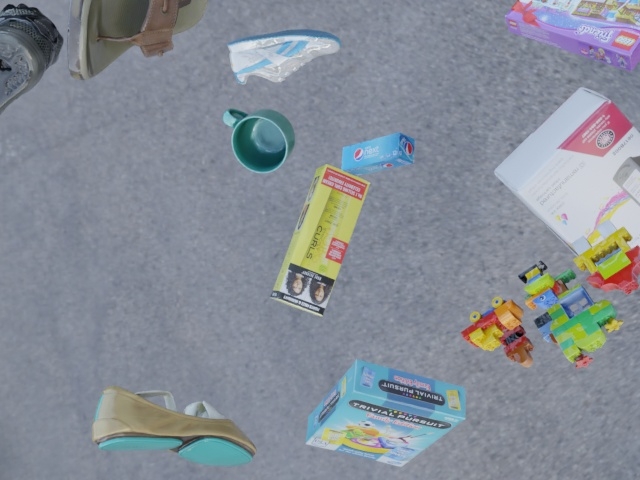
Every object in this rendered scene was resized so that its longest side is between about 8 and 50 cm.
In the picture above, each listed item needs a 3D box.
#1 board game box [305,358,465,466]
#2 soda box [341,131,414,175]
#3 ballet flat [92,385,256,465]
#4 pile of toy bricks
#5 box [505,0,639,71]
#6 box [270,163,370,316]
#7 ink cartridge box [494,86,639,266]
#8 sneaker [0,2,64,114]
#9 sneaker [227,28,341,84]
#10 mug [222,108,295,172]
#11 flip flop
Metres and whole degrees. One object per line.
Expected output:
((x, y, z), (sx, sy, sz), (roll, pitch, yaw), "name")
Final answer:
((0.137, 0.402, 1.600), (0.336, 0.254, 0.079), (119, 163, -51), "board game box")
((0.154, -0.231, 1.910), (0.210, 0.067, 0.071), (-8, 74, 46), "soda box")
((-0.162, 0.217, 0.836), (0.080, 0.232, 0.073), (-28, 55, 28), "ballet flat")
((0.275, 0.089, 0.779), (0.212, 0.118, 0.105), (-38, 42, 20), "pile of toy bricks")
((0.563, -0.485, 1.460), (0.293, 0.057, 0.201), (34, 84, 36), "box")
((0.000, 0.000, 1.144), (0.232, 0.087, 0.058), (-69, 14, -9), "box")
((0.516, -0.095, 1.311), (0.226, 0.306, 0.131), (-47, 19, 11), "ink cartridge box")
((-0.380, -0.193, 0.817), (0.227, 0.130, 0.087), (-26, 119, 30), "sneaker")
((-0.070, -0.376, 1.437), (0.229, 0.087, 0.092), (-6, 114, 5), "sneaker")
((-0.127, -0.238, 1.565), (0.129, 0.097, 0.158), (-16, 109, 21), "mug")
((-0.182, -0.247, 0.770), (0.080, 0.277, 0.112), (20, 120, 12), "flip flop")
